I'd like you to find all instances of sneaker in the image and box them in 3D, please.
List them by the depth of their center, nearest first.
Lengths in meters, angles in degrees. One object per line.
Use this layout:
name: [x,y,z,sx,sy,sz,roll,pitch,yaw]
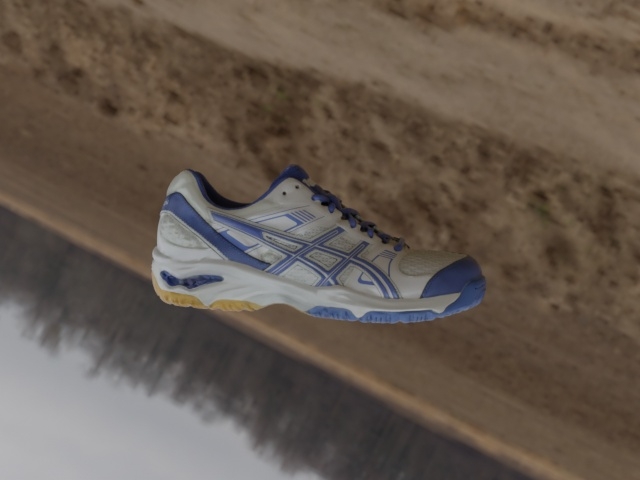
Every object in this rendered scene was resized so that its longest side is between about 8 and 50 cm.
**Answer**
sneaker: [0.000,0.000,1.186,0.296,0.131,0.112,4,-177,1]
